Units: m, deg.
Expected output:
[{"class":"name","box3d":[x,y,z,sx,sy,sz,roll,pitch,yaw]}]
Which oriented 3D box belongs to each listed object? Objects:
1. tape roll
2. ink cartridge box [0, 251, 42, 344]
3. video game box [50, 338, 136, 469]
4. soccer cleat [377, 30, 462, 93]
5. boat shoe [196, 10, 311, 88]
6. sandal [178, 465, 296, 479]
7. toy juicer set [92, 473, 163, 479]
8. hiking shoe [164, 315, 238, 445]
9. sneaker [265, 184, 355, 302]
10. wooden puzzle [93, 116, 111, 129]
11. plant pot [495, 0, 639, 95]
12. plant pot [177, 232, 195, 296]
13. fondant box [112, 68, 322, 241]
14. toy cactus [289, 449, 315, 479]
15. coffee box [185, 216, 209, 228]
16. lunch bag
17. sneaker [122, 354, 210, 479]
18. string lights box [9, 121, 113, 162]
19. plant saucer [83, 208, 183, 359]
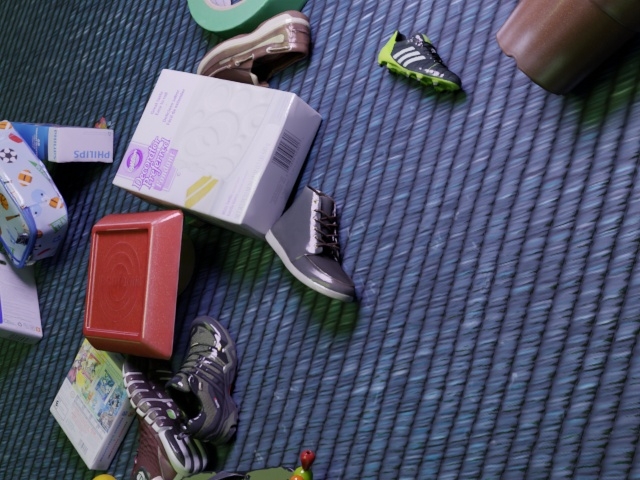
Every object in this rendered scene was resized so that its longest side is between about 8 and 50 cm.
[{"class":"tape roll","box3d":[-0.125,-0.535,1.693,0.321,0.077,0.321,-16,65,39]},{"class":"ink cartridge box","box3d":[-0.713,0.113,1.939,0.045,0.206,0.208,-36,53,25]},{"class":"video game box","box3d":[-0.432,0.307,1.716,0.205,0.048,0.187,36,104,44]},{"class":"soccer cleat","box3d":[0.155,-0.276,1.350,0.179,0.060,0.072,36,100,47]},{"class":"boat shoe","box3d":[-0.126,-0.320,1.610,0.258,0.095,0.095,-24,66,36]},{"class":"sandal","box3d":[-0.147,0.392,1.355,0.255,0.054,0.097,-20,67,17]},{"class":"toy juicer set","box3d":[-0.309,0.486,1.492,0.329,0.089,0.209,-23,78,27]},{"class":"hiking shoe","box3d":[-0.201,0.224,1.477,0.086,0.114,0.226,-31,57,32]},{"class":"sneaker","box3d":[0.000,0.000,1.385,0.222,0.083,0.118,44,106,44]},{"class":"wooden puzzle","box3d":[-0.499,-0.244,1.997,0.083,0.006,0.049,-40,52,27]},{"class":"plant pot","box3d":[0.323,-0.286,1.131,0.165,0.167,0.167,-48,48,31]},{"class":"plant pot","box3d":[-0.315,0.039,1.662,0.134,0.095,0.134,-16,66,40]},{"class":"fondant box","box3d":[-0.187,-0.156,1.558,0.330,0.096,0.238,17,81,37]},{"class":"toy cactus","box3d":[-0.001,0.425,1.248,0.219,0.112,0.180,55,133,37]},{"class":"coffee box","box3d":[-0.205,-0.124,1.652,0.113,0.040,0.184,-26,59,33]},{"class":"lunch bag","box3d":[-0.673,-0.091,1.938,0.303,0.115,0.243,58,142,8]},{"class":"sneaker","box3d":[-0.305,0.338,1.549,0.162,0.106,0.281,-58,43,22]},{"class":"string lights box","box3d":[-0.586,-0.218,1.974,0.260,0.133,0.076,11,101,45]},{"class":"plant saucer","box3d":[-0.345,0.074,1.579,0.259,0.048,0.258,-1,82,46]}]
